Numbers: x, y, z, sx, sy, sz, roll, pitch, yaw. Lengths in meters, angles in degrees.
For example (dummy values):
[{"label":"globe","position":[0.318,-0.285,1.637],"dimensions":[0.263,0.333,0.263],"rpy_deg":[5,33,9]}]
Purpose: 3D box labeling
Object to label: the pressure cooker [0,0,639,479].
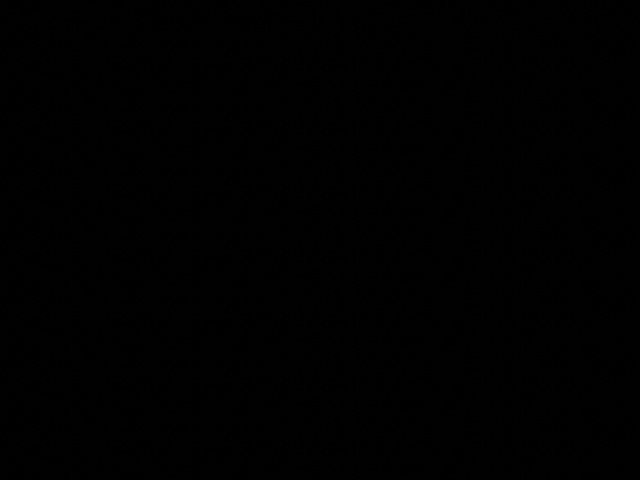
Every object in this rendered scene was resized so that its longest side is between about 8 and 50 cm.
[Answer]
[{"label":"pressure cooker","position":[0.009,0.047,0.143],"dimensions":[0.370,0.420,0.375],"rpy_deg":[2,107,-58]}]
